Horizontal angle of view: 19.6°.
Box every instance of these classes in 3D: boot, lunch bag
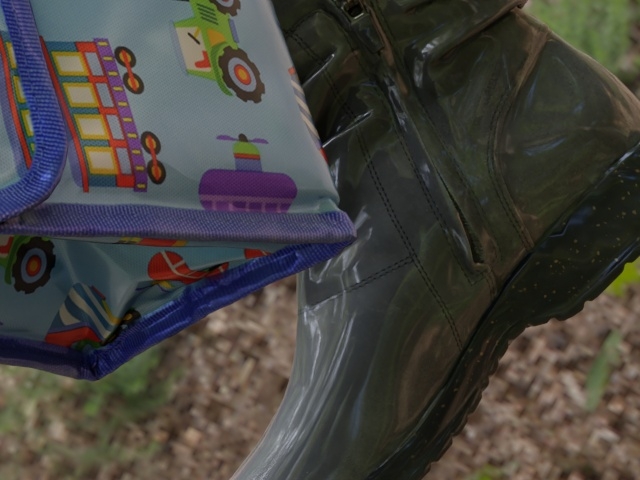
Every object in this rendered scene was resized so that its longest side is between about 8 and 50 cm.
[{"bbox_3d":[0.000,0.000,0.911,0.338,0.223,0.118,-46,2,-7],"label":"boot"},{"bbox_3d":[-0.150,-0.082,0.587,0.138,0.293,0.221,-28,71,30],"label":"lunch bag"}]
